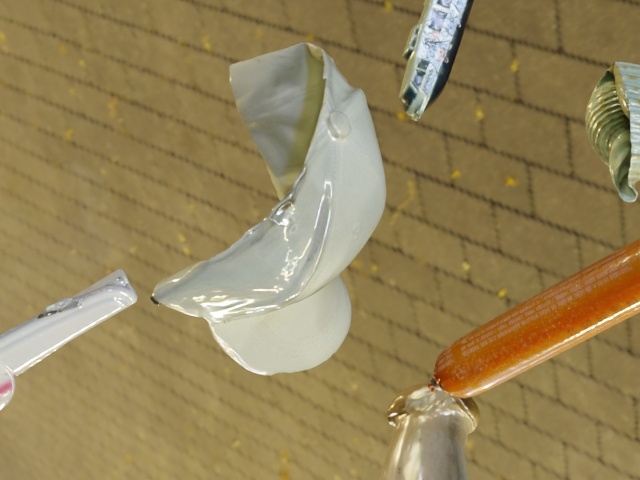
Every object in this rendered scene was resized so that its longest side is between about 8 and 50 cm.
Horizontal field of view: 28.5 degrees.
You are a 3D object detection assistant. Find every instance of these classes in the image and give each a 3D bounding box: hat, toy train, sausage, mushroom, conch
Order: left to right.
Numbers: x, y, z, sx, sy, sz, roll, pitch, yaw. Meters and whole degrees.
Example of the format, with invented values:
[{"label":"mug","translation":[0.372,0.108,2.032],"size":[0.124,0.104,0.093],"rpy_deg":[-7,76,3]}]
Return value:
[{"label":"hat","translation":[-0.007,-0.003,1.119],"size":[0.168,0.257,0.301],"rpy_deg":[1,145,22]},{"label":"mushroom","translation":[0.126,0.380,1.563],"size":[0.154,0.407,0.137],"rpy_deg":[24,151,-18]},{"label":"toy train","translation":[0.112,-0.208,1.135],"size":[0.047,0.207,0.043],"rpy_deg":[20,177,-3]},{"label":"sausage","translation":[0.231,0.044,1.024],"size":[0.348,0.053,0.053],"rpy_deg":[-31,99,23]},{"label":"conch","translation":[0.338,-0.125,1.322],"size":[0.135,0.102,0.153],"rpy_deg":[73,-179,-46]}]

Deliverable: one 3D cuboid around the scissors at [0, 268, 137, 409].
[{"label":"scissors","translation":[-0.225,0.090,0.807],"size":[0.118,0.242,0.030],"rpy_deg":[60,179,-38]}]
